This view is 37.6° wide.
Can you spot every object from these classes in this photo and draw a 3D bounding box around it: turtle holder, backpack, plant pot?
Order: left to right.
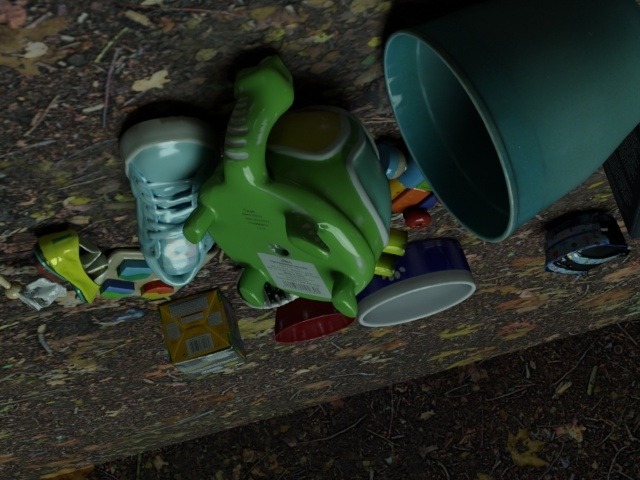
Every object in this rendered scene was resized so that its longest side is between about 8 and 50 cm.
[{"bbox_3d":[-0.042,-0.070,1.208,0.320,0.227,0.243,40,150,-25],"label":"turtle holder"},{"bbox_3d":[0.251,-0.176,1.116,0.255,0.271,0.271,-28,163,-11],"label":"plant pot"},{"bbox_3d":[0.565,0.010,2.074,0.173,0.116,0.158,-1,157,-39],"label":"backpack"}]

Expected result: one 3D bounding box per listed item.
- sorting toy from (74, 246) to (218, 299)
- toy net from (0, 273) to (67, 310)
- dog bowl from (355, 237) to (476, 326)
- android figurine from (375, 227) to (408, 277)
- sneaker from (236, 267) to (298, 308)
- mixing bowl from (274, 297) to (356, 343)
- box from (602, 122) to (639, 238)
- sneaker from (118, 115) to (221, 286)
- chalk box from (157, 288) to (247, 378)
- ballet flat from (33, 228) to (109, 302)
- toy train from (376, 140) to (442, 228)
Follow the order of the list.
[{"bbox_3d":[-0.306,0.065,1.657,0.208,0.038,0.193,-2,157,-35],"label":"sorting toy"},{"bbox_3d":[-0.513,0.084,1.454,0.232,0.045,0.122,12,148,-24],"label":"toy net"},{"bbox_3d":[0.195,0.094,2.038,0.265,0.104,0.265,-15,161,-5],"label":"dog bowl"},{"bbox_3d":[0.000,0.000,1.553,0.273,0.056,0.248,11,152,-6],"label":"android figurine"},{"bbox_3d":[-0.024,0.049,1.753,0.292,0.110,0.118,-24,169,24],"label":"sneaker"},{"bbox_3d":[-0.024,0.146,2.019,0.181,0.098,0.181,-15,162,-5],"label":"mixing bowl"},{"bbox_3d":[0.577,-0.186,1.382,0.294,0.212,0.395,-18,162,8],"label":"box"},{"bbox_3d":[-0.189,-0.039,1.283,0.135,0.150,0.366,-14,161,-9],"label":"sneaker"},{"bbox_3d":[-0.238,0.200,1.956,0.132,0.132,0.213,-17,162,0],"label":"chalk box"},{"bbox_3d":[-0.378,0.040,1.486,0.077,0.077,0.231,-31,161,-7],"label":"ballet flat"},{"bbox_3d":[0.106,-0.076,1.507,0.143,0.105,0.248,8,152,-28],"label":"toy train"}]
